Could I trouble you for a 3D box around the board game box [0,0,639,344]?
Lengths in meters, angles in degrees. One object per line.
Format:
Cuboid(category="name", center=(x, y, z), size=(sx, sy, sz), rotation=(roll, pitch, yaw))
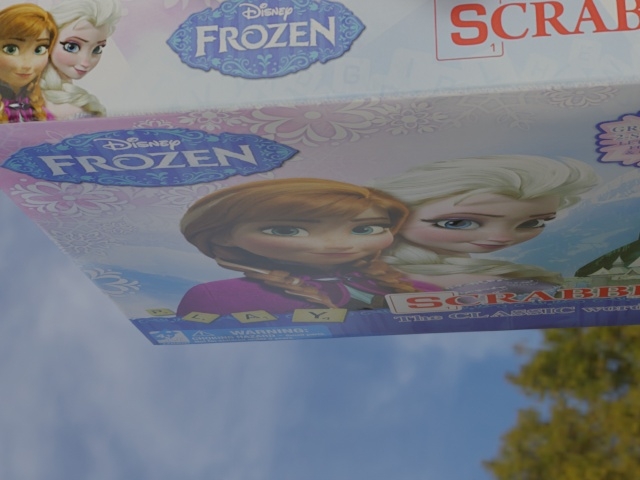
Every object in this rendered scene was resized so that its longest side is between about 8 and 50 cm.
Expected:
Cuboid(category="board game box", center=(0.038, -0.028, 0.681), size=(0.318, 0.319, 0.066), rotation=(63, -155, -69))
